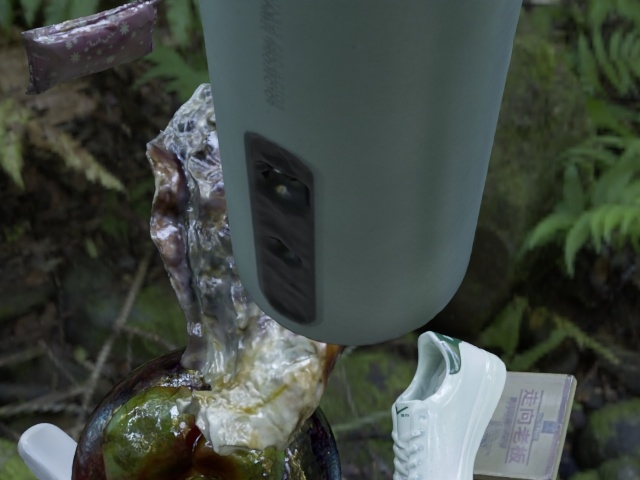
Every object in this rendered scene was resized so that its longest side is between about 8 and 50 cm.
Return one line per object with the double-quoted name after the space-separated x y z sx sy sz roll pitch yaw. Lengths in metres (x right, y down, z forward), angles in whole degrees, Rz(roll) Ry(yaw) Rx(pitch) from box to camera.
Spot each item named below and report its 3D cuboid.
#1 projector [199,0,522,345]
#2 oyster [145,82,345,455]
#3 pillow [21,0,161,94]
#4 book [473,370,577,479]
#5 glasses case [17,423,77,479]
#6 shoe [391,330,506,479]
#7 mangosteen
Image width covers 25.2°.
0.013 -0.075 0.469 0.108 0.337 0.108 0 64 0 "projector"
-0.039 0.002 1.139 0.275 0.100 0.271 -37 94 -32 "oyster"
-0.270 -0.230 1.704 0.185 0.118 0.043 -22 64 -26 "pillow"
0.231 0.256 1.987 0.231 0.026 0.161 -1 60 33 "book"
-0.314 0.296 1.805 0.164 0.041 0.063 41 43 16 "glasses case"
0.111 0.223 1.563 0.095 0.110 0.265 -13 48 54 "shoe"
-0.126 0.266 1.503 0.300 0.300 0.300 -3 47 4 "mangosteen"
